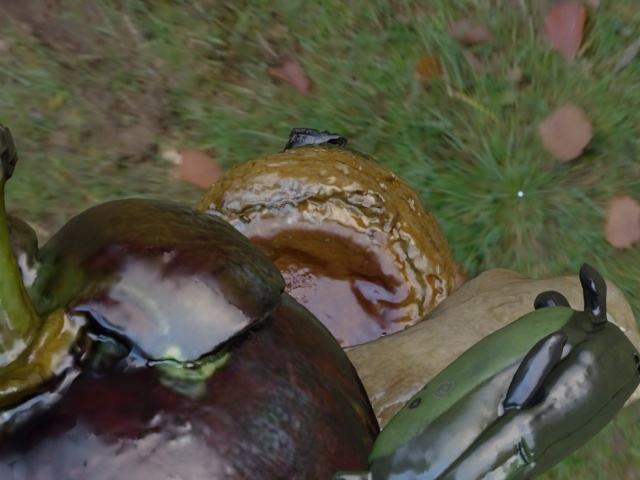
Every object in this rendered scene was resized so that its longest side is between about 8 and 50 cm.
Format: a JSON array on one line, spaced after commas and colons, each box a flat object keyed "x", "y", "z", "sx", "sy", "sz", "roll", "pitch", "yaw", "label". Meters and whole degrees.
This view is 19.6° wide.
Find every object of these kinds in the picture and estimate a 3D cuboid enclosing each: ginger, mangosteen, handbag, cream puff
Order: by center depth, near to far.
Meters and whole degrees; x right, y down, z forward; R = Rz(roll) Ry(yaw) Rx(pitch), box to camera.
[{"x": 0.055, "y": 0.057, "z": 0.576, "sx": 0.111, "sy": 0.072, "sz": 0.047, "roll": -37, "pitch": 87, "yaw": -26, "label": "handbag"}, {"x": -0.102, "y": 0.077, "z": 0.701, "sx": 0.231, "sy": 0.231, "sz": 0.289, "roll": -26, "pitch": 117, "yaw": 6, "label": "mangosteen"}, {"x": 0.054, "y": 0.075, "z": 0.921, "sx": 0.213, "sy": 0.137, "sz": 0.074, "roll": -15, "pitch": 107, "yaw": -15, "label": "ginger"}, {"x": 0.000, "y": 0.000, "z": 1.189, "sx": 0.183, "sy": 0.169, "sz": 0.183, "roll": 3, "pitch": 120, "yaw": 5, "label": "cream puff"}]
